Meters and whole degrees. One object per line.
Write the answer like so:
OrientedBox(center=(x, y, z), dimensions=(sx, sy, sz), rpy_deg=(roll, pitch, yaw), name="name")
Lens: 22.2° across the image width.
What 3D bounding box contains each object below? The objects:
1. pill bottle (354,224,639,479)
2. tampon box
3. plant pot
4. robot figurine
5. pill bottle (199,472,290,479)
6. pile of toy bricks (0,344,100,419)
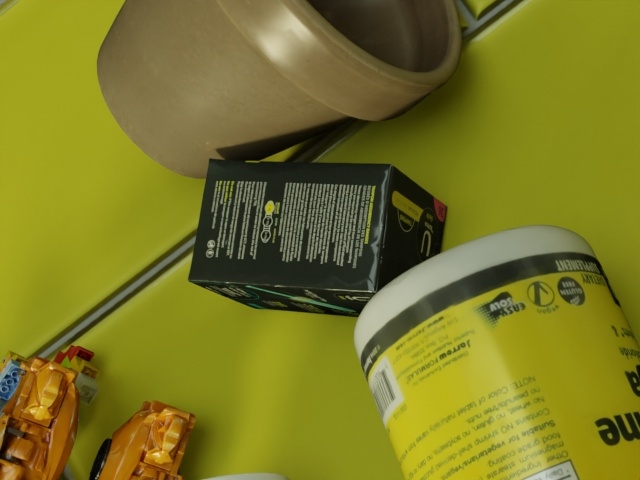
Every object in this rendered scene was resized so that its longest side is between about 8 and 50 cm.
OrientedBox(center=(0.163, 0.173, 1.116), dimensions=(0.188, 0.188, 0.334), rpy_deg=(-28, 66, 15), name="pill bottle")
OrientedBox(center=(0.000, 0.000, 1.277), dimensions=(0.161, 0.120, 0.101), rpy_deg=(3, 78, 25), name="tampon box")
OrientedBox(center=(-0.055, -0.172, 1.301), dimensions=(0.229, 0.263, 0.263), rpy_deg=(-36, 63, 32), name="plant pot")
OrientedBox(center=(-0.213, 0.249, 1.273), dimensions=(0.211, 0.085, 0.291), rpy_deg=(22, 76, -15), name="robot figurine")
OrientedBox(center=(-0.051, 0.310, 1.200), dimensions=(0.146, 0.146, 0.264), rpy_deg=(-15, 70, 21), name="pill bottle")
OrientedBox(center=(-0.287, 0.161, 1.388), dimensions=(0.212, 0.118, 0.105), rpy_deg=(-55, 29, 12), name="pile of toy bricks")
